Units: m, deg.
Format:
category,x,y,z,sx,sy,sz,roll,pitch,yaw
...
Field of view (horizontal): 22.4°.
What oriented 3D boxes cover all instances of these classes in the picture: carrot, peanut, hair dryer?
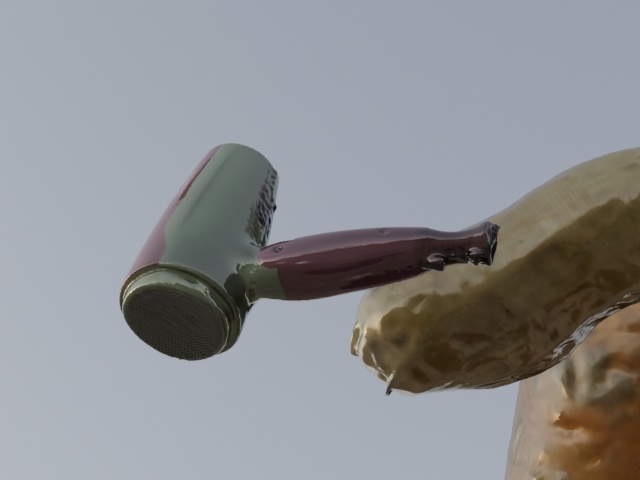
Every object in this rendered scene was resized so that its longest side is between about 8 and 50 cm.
category,x,y,z,sx,sy,sz,roll,pitch,yaw
carrot,0.250,0.145,1.223,0.224,0.340,0.224,19,-12,4
peanut,0.115,0.015,0.844,0.214,0.099,0.099,-35,-54,9
hair dryer,0.001,0.004,0.691,0.154,0.106,0.054,3,-49,21
